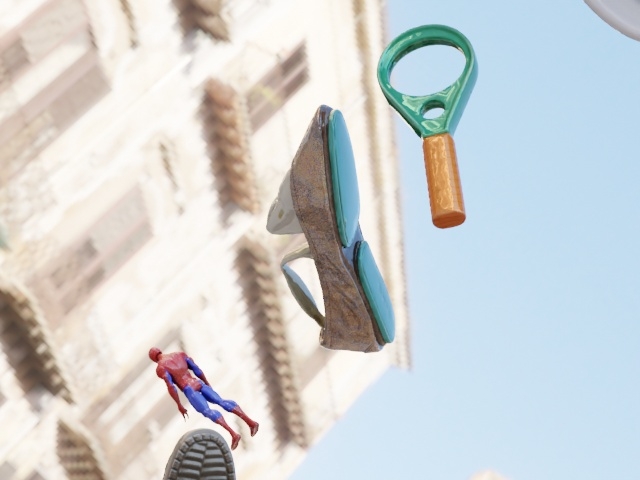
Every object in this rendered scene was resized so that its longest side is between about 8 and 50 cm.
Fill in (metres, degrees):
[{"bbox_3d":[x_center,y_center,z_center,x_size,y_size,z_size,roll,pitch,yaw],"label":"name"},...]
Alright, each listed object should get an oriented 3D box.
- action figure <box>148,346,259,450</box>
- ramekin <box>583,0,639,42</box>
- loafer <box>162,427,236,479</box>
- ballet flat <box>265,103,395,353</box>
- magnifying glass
[{"bbox_3d":[-0.102,0.127,1.145,0.115,0.038,0.030,42,-38,20],"label":"action figure"},{"bbox_3d":[0.366,-0.310,1.271,0.277,0.135,0.277,3,-84,31],"label":"ramekin"},{"bbox_3d":[-0.172,0.375,1.793,0.102,0.268,0.092,8,-5,-21],"label":"loafer"},{"bbox_3d":[0.000,0.000,1.512,0.106,0.107,0.316,-5,-59,16],"label":"ballet flat"},{"bbox_3d":[0.100,-0.106,1.219,0.092,0.231,0.026,-13,-38,10],"label":"magnifying glass"}]
